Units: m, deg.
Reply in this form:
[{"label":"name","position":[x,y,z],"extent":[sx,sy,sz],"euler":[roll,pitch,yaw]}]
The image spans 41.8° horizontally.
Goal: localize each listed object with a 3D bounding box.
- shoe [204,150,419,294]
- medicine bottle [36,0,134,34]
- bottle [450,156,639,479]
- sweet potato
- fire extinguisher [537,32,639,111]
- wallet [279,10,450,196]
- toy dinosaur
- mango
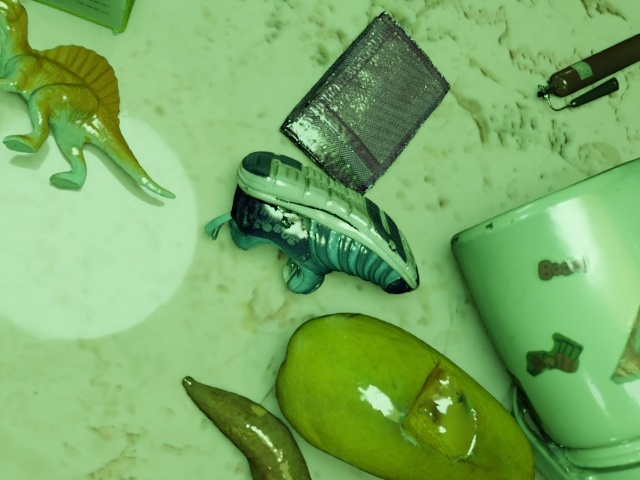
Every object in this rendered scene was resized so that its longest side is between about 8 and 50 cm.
[{"label":"shoe","position":[0.000,0.000,0.789],"extent":[0.207,0.091,0.106],"euler":[25,111,-13]},{"label":"medicine bottle","position":[-0.191,-0.326,0.712],"extent":[0.137,0.141,0.250],"euler":[18,82,-13]},{"label":"bottle","position":[0.281,0.117,0.796],"extent":[0.229,0.229,0.352],"euler":[-23,88,-17]},{"label":"sweet potato","position":[-0.032,0.237,0.777],"extent":[0.059,0.067,0.281],"euler":[-27,91,-54]},{"label":"fire extinguisher","position":[0.302,-0.181,0.920],"extent":[0.173,0.035,0.049],"euler":[-26,134,-17]},{"label":"wallet","position":[0.049,-0.134,0.834],"extent":[0.111,0.030,0.166],"euler":[42,76,-12]},{"label":"toy dinosaur","position":[-0.221,-0.123,0.746],"extent":[0.212,0.057,0.142],"euler":[23,61,-27]},{"label":"mango","position":[0.081,0.159,0.771],"extent":[0.261,0.167,0.130],"euler":[28,94,-18]}]
